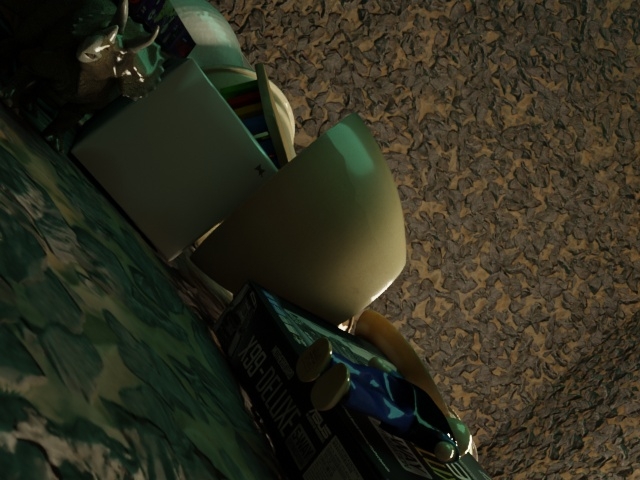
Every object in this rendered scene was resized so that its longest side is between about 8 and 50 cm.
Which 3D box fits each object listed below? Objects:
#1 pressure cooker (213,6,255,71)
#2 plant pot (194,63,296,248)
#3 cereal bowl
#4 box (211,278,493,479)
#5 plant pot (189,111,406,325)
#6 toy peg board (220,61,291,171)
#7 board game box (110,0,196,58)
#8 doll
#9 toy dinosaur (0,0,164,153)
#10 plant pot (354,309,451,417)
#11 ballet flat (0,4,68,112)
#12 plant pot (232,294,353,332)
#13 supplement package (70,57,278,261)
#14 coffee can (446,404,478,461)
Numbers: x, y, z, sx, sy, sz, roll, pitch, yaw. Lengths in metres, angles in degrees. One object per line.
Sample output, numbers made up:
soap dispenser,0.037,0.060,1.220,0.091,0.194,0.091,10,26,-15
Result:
pressure cooker,-0.366,-0.410,1.555,0.420,0.376,0.370,53,-1,-24
plant pot,-0.168,-0.120,1.204,0.334,0.334,0.305,55,7,-46
cereal bowl,-0.328,-0.338,1.271,0.339,0.339,0.141,53,15,-34
box,0.043,0.188,0.633,0.242,0.076,0.307,33,8,-36
plant pot,0.000,0.000,0.807,0.191,0.284,0.284,49,-3,-3
toy peg board,-0.099,-0.165,0.976,0.161,0.079,0.160,73,3,-45
board game box,-0.280,-0.332,0.805,0.208,0.056,0.347,38,3,-8
doll,0.066,0.141,0.530,0.189,0.046,0.129,33,8,-30
toy dinosaur,-0.257,-0.199,0.642,0.313,0.160,0.121,49,-4,44
plant pot,0.110,0.211,0.885,0.236,0.032,0.236,55,-17,26
ballet flat,-0.368,-0.287,0.850,0.342,0.124,0.116,47,-5,47
plant pot,-0.051,0.103,0.992,0.167,0.167,0.165,49,5,28
supplement package,-0.204,-0.128,0.840,0.175,0.177,0.293,53,-5,-24
coffee can,0.293,0.543,1.614,0.201,0.201,0.275,49,-4,34
